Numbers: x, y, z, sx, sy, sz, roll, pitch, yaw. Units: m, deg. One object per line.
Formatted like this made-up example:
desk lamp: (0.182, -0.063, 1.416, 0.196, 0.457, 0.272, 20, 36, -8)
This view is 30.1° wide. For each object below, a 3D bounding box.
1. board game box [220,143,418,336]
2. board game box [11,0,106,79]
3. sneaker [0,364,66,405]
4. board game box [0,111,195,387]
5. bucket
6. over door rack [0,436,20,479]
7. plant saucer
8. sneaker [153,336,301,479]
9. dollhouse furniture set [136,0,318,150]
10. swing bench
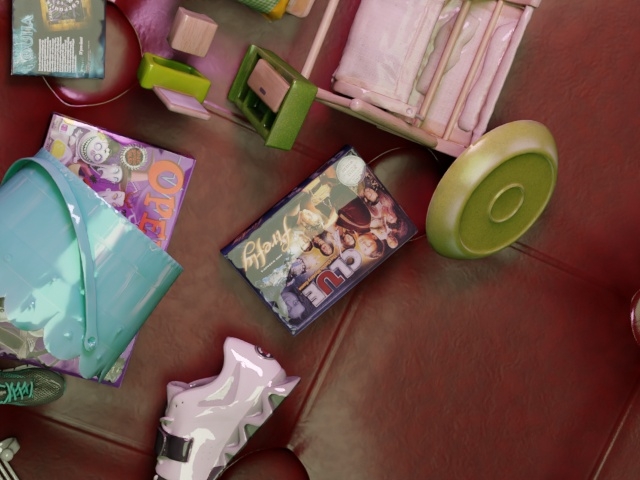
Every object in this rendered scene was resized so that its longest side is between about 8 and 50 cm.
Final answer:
board game box: (0.000, 0.000, 1.734, 0.243, 0.042, 0.165, -41, 107, -3)
board game box: (-0.351, -0.313, 1.599, 0.126, 0.026, 0.186, 1, 101, -13)
sneaker: (-0.439, 0.209, 1.654, 0.167, 0.076, 0.065, 3, 101, -14)
board game box: (-0.327, 0.016, 1.661, 0.208, 0.056, 0.346, 16, 96, -20)
bucket: (-0.323, 0.026, 1.507, 0.281, 0.281, 0.183, 42, 83, -17)
over door rack: (-0.515, 0.459, 1.670, 0.324, 0.108, 0.239, -29, 105, -6)
plant saucer: (0.259, -0.061, 1.718, 0.241, 0.037, 0.241, -24, 139, -23)
sneaker: (-0.186, 0.281, 1.720, 0.146, 0.122, 0.330, 39, 91, 1)
dollhouse furniture set: (-0.089, -0.299, 1.542, 0.198, 0.151, 0.301, 13, 112, -32)
swing bench: (0.135, -0.272, 1.645, 0.255, 0.165, 0.253, 18, 96, -41)
